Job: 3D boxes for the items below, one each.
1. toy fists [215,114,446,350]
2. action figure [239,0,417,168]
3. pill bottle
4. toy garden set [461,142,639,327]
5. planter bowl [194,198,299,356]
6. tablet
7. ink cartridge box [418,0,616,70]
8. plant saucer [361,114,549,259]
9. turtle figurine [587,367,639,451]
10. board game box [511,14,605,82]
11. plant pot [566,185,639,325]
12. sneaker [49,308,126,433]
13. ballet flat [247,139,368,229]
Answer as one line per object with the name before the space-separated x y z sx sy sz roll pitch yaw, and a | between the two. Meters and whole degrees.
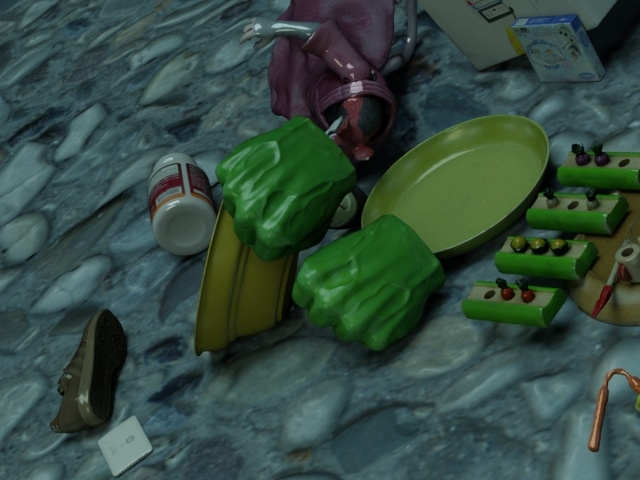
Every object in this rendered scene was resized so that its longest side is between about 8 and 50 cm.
toy fists | 0.000 0.000 1.912 0.142 0.279 0.096 -37 -8 -29
action figure | 0.037 -0.181 2.226 0.275 0.248 0.370 -8 29 -9
pill bottle | -0.183 -0.052 2.293 0.086 0.086 0.152 -29 31 8
toy garden set | 0.277 -0.015 1.787 0.204 0.049 0.244 5 47 46
planter bowl | -0.077 0.038 2.021 0.090 0.217 0.217 13 43 4
tablet | -0.224 0.235 2.007 0.054 0.006 0.083 -35 31 -4
ink cartridge box | 0.256 -0.346 2.168 0.171 0.168 0.232 -51 19 -29
plant saucer | 0.161 -0.054 2.024 0.241 0.037 0.241 -24 33 16
turtle figurine | 0.365 0.116 1.550 0.217 0.087 0.269 5 39 36
board game box | 0.286 -0.230 2.103 0.090 0.090 0.020 4 46 45
plant pot | 0.354 -0.009 1.788 0.236 0.032 0.236 -24 31 15
sneaker | -0.287 0.156 2.117 0.071 0.066 0.188 -22 32 20
ballet flat | -0.012 -0.052 2.041 0.074 0.203 0.074 -30 45 35
